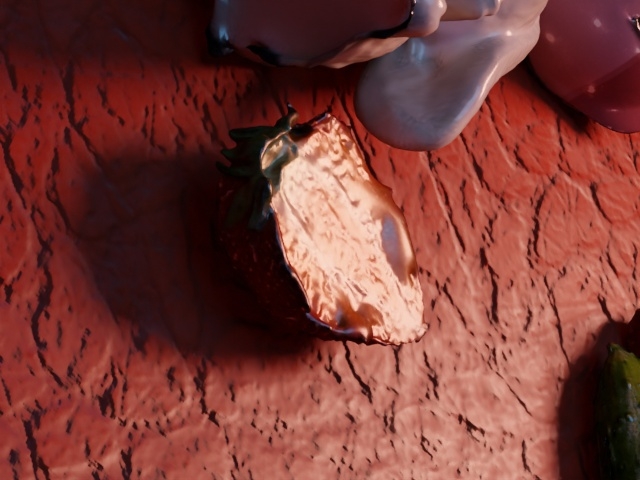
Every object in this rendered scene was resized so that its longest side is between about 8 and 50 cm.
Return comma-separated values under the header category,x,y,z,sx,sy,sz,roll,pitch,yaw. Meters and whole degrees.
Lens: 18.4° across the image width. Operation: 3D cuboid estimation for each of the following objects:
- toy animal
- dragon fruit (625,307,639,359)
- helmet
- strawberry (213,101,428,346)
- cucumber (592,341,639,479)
category,x,y,z,sx,sy,sz,roll,pitch,yaw
toy animal,0.051,-0.176,1.328,0.289,0.174,0.249,16,48,-35
dragon fruit,0.319,0.129,1.472,0.092,0.122,0.192,11,61,-56
helmet,0.230,-0.227,1.511,0.253,0.154,0.198,48,60,3
strawberry,0.000,0.000,1.262,0.187,0.082,0.146,47,51,-24
cucumber,0.230,0.176,1.403,0.069,0.069,0.227,14,59,-38
